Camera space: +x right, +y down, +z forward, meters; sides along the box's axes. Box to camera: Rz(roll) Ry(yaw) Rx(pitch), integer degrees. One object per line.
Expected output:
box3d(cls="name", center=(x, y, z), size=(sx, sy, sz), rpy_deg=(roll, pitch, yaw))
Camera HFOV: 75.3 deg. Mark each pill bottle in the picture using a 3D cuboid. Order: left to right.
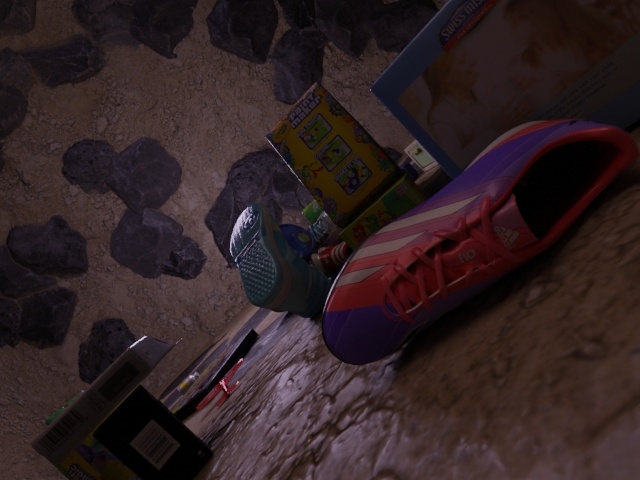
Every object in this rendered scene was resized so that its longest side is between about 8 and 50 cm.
box3d(cls="pill bottle", center=(-0.472, 0.518, 1.500), size=(0.083, 0.043, 0.043), rpy_deg=(-44, 4, -13))

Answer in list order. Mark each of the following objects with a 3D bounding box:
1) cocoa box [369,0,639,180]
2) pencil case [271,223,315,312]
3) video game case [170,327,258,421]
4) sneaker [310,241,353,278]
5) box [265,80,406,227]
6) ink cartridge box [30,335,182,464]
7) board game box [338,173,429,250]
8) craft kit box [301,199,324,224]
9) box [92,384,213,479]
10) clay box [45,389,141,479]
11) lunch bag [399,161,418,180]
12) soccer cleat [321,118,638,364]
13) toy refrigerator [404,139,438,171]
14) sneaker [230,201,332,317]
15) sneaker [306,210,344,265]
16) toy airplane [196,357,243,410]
box3d(cls="cocoa box", center=(0.276, -0.242, 0.492), size=(0.347, 0.231, 0.228), rpy_deg=(-41, 5, 38))
box3d(cls="pencil case", center=(-0.104, 0.083, 1.145), size=(0.133, 0.119, 0.306), rpy_deg=(-22, -28, -28))
box3d(cls="video game case", center=(-0.319, 0.404, 1.218), size=(0.248, 0.035, 0.275), rpy_deg=(-42, 5, 28))
box3d(cls="sneaker", center=(0.060, 0.042, 1.071), size=(0.128, 0.087, 0.221), rpy_deg=(-21, 3, 11))
box3d(cls="box", center=(0.067, -0.179, 1.008), size=(0.177, 0.279, 0.290), rpy_deg=(-43, -18, 16))
box3d(cls="ink cartridge box", center=(-0.341, 0.241, 0.704), size=(0.189, 0.066, 0.232), rpy_deg=(-46, 8, -7))
box3d(cls="board game box", center=(0.133, -0.038, 0.833), size=(0.181, 0.092, 0.043), rpy_deg=(-42, 6, 30))
box3d(cls="craft kit box", center=(0.099, -0.114, 1.295), size=(0.250, 0.061, 0.247), rpy_deg=(-40, -31, 10))
box3d(cls="box", center=(-0.275, 0.325, 0.684), size=(0.093, 0.156, 0.158), rpy_deg=(-47, 5, -28))
box3d(cls="clay box", center=(-0.388, 0.382, 0.743), size=(0.053, 0.222, 0.127), rpy_deg=(-44, 3, 4))
box3d(cls="lunch bag", center=(0.279, -0.213, 1.407), size=(0.065, 0.067, 0.098), rpy_deg=(-47, 6, -32))
box3d(cls="soccer cleat", center=(0.126, 0.006, 0.381), size=(0.318, 0.108, 0.116), rpy_deg=(-41, 8, 4))
box3d(cls="toy refrigerator", center=(0.353, -0.292, 1.224), size=(0.094, 0.102, 0.269), rpy_deg=(-45, 4, -9))
box3d(cls="sneaker", center=(-0.085, 0.054, 0.953), size=(0.127, 0.208, 0.319), rpy_deg=(-44, 40, 20))
box3d(cls="sneaker", center=(0.000, 0.000, 1.201), size=(0.122, 0.110, 0.283), rpy_deg=(-11, -36, -28))
box3d(cls="toy airplane", center=(-0.221, 0.337, 0.955), size=(0.151, 0.028, 0.151), rpy_deg=(-45, 5, 5))
